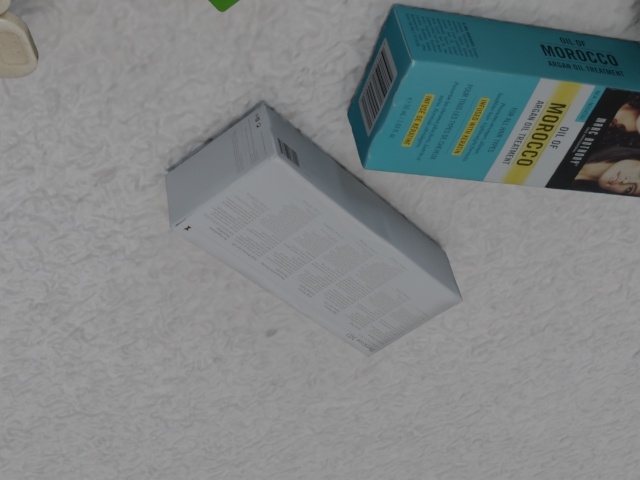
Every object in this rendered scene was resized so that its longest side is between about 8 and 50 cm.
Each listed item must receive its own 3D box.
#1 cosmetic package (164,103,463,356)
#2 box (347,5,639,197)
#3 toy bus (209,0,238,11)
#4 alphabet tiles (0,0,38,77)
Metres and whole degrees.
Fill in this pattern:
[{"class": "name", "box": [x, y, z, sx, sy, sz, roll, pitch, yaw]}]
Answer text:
[{"class": "cosmetic package", "box": [0.000, 0.000, 0.852, 0.099, 0.060, 0.239, -34, 135, 20]}, {"class": "box", "box": [0.151, -0.092, 0.788, 0.244, 0.060, 0.100, 4, 137, -19]}, {"class": "toy bus", "box": [-0.035, -0.193, 0.587, 0.202, 0.104, 0.191, -20, 139, 9]}, {"class": "alphabet tiles", "box": [-0.302, -0.133, 0.586, 0.278, 0.021, 0.284, 1, 153, 0]}]
